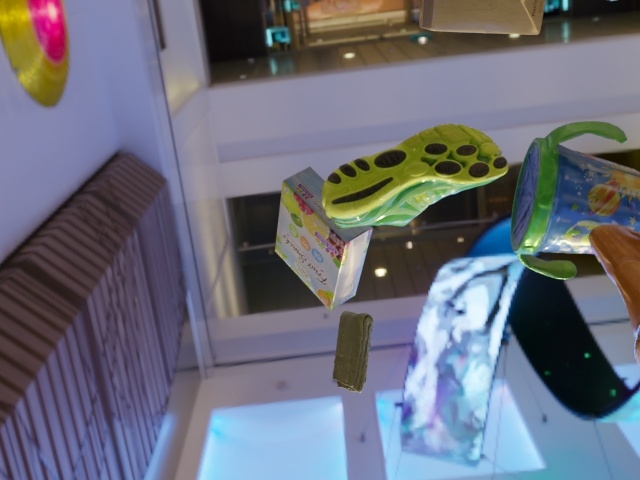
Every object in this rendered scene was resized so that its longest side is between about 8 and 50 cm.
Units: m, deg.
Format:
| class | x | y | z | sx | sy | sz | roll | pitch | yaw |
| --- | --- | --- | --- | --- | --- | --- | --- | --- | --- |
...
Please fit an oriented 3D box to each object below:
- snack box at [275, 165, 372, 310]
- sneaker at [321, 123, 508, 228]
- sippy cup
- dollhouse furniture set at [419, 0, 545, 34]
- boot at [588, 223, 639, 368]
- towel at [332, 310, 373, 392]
| class | x | y | z | sx | sy | sz | roll | pitch | yaw |
| --- | --- | --- | --- | --- | --- | --- | --- | --- | --- |
| snack box | 0.000 | 0.000 | 1.453 | 0.070 | 0.207 | 0.174 | -31 | -119 | -27 |
| sneaker | 0.142 | -0.095 | 1.242 | 0.295 | 0.109 | 0.123 | -15 | 159 | -5 |
| sippy cup | 0.511 | -0.071 | 1.578 | 0.224 | 0.240 | 0.305 | 9 | 162 | 4 |
| dollhouse furniture set | 0.149 | -0.282 | 0.761 | 0.144 | 0.151 | 0.123 | -3 | -158 | -19 |
| boot | 0.421 | 0.065 | 1.066 | 0.104 | 0.211 | 0.295 | -41 | 150 | 21 |
| towel | 0.060 | 0.207 | 1.499 | 0.027 | 0.148 | 0.110 | 7 | 176 | -25 |
